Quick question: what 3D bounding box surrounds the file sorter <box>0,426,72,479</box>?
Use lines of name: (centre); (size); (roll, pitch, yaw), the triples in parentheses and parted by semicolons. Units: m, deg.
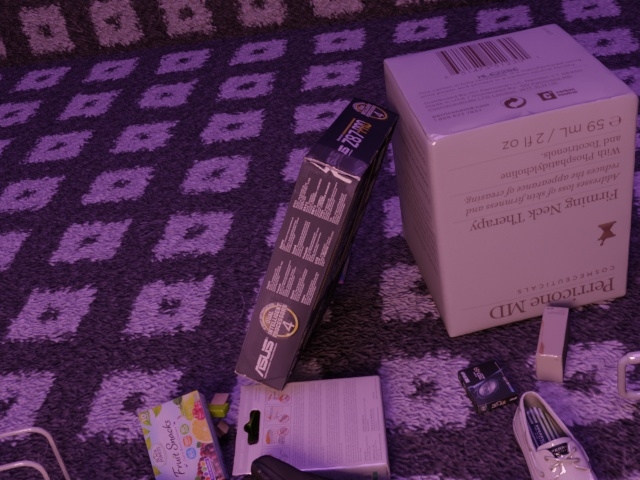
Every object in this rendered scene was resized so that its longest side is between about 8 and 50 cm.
file sorter: (-0.434, 0.417, 1.100); (0.173, 0.192, 0.277); (-12, 35, -6)

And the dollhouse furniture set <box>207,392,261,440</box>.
dollhouse furniture set: (-0.175, 0.284, 1.317); (0.152, 0.076, 0.058); (-2, 24, 11)

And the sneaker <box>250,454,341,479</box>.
sneaker: (0.024, 0.369, 1.099); (0.286, 0.109, 0.130); (30, 43, 33)

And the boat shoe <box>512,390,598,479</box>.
boat shoe: (0.320, 0.302, 1.132); (0.083, 0.075, 0.226); (-18, 35, -9)

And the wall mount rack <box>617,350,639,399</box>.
wall mount rack: (0.566, 0.247, 1.089); (0.304, 0.130, 0.350); (-4, 36, 11)

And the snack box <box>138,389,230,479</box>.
snack box: (-0.205, 0.310, 1.242); (0.100, 0.037, 0.141); (-23, 67, 3)

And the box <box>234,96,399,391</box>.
box: (0.000, 0.000, 1.334); (0.097, 0.395, 0.318); (22, 29, 4)

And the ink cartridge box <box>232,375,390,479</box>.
ink cartridge box: (-0.012, 0.292, 1.258); (0.225, 0.056, 0.181); (-7, 36, 5)

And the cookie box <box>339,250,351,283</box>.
cookie box: (0.008, 0.039, 1.625); (0.092, 0.040, 0.107); (-1, 36, 14)

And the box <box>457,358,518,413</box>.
box: (0.262, 0.229, 1.302); (0.067, 0.018, 0.083); (-16, 35, -6)

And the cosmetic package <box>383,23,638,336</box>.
cosmetic package: (0.317, -0.111, 1.434); (0.329, 0.393, 0.327); (-13, 35, -2)

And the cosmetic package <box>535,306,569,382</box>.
cosmetic package: (0.372, 0.165, 1.324); (0.041, 0.060, 0.115); (3, 36, 22)
